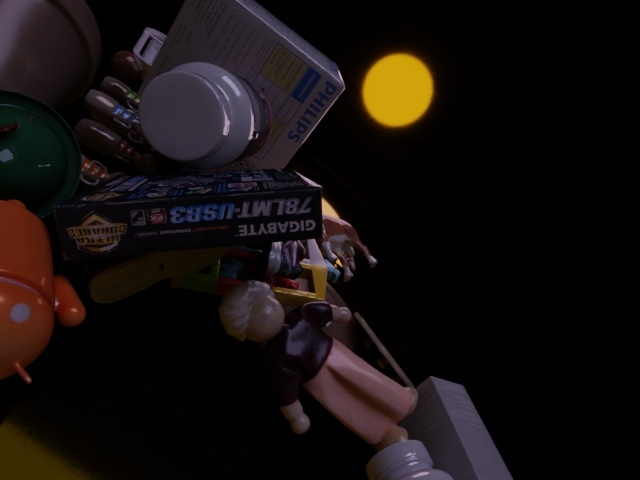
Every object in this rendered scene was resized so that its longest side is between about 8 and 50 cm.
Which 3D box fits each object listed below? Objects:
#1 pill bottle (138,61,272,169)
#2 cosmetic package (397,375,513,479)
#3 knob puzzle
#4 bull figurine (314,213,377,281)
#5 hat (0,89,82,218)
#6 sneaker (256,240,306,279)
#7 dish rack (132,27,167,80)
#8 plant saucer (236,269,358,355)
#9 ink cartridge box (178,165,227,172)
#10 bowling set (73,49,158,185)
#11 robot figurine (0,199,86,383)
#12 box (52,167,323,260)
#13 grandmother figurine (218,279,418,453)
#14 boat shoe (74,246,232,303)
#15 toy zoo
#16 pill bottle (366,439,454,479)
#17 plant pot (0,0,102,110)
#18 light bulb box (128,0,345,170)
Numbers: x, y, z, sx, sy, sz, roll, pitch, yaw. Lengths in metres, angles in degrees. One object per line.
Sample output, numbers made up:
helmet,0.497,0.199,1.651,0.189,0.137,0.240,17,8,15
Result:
pill bottle,-0.197,-0.222,0.787,0.176,0.176,0.318,37,14,-6
cosmetic package,0.204,0.350,0.669,0.107,0.127,0.238,24,30,-33
knob puzzle,0.115,0.217,0.813,0.213,0.030,0.213,53,-2,3
bull figurine,0.000,0.000,1.015,0.310,0.101,0.188,3,47,-50
hat,-0.344,-0.089,0.497,0.184,0.172,0.208,9,29,38
sneaker,-0.064,0.009,0.766,0.077,0.072,0.178,25,37,-19
dish rack,-0.418,-0.500,1.309,0.286,0.072,0.332,27,27,-28
plant saucer,-0.033,0.131,0.812,0.278,0.041,0.277,33,24,-17
ink cartridge box,-0.208,-0.099,0.928,0.181,0.061,0.104,37,24,-6
bowling set,-0.341,-0.218,0.791,0.154,0.200,0.287,29,30,-25
robot figurine,-0.330,0.045,0.422,0.158,0.128,0.219,76,-13,-51
box,-0.167,-0.055,0.622,0.294,0.073,0.295,-6,15,-11
grandmother figurine,-0.004,0.176,0.654,0.342,0.104,0.207,38,41,-13
boat shoe,-0.227,0.010,0.633,0.233,0.084,0.079,-21,54,-40
toy zoo,-0.102,0.037,0.780,0.293,0.030,0.192,12,32,-15
pill bottle,0.138,0.371,0.535,0.121,0.121,0.216,23,24,-33
plant pot,-0.479,-0.259,0.626,0.263,0.263,0.229,22,46,-34
light bulb box,-0.194,-0.361,1.039,0.361,0.358,0.225,31,27,-21
